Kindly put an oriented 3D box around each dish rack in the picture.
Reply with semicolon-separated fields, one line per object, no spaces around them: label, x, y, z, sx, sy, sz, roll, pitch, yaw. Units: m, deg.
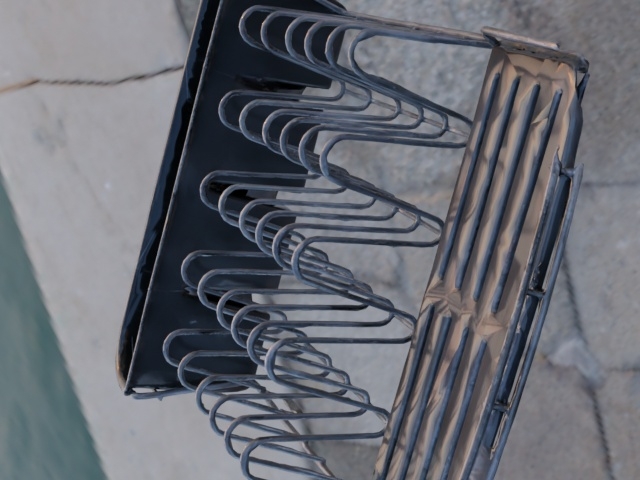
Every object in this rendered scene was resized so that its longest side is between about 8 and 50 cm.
dish rack;0.000;0.000;0.510;0.271;0.074;0.208;-146;68;-66
